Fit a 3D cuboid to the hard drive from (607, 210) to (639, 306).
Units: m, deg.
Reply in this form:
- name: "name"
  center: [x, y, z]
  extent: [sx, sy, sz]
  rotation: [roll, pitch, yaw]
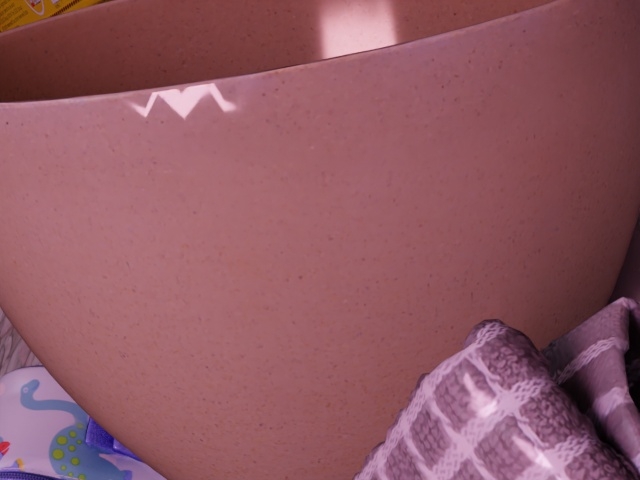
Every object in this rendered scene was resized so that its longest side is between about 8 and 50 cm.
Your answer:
- name: "hard drive"
  center: [0.126, 0.071, 0.605]
  extent: [0.203, 0.040, 0.307]
  rotation: [-66, 21, 7]

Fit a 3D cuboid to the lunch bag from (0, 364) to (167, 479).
- name: "lunch bag"
  center: [-0.088, 0.148, 0.810]
  extent: [0.176, 0.219, 0.090]
  rotation: [-43, 33, 48]

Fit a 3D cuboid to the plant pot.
- name: "plant pot"
  center: [0.000, 0.000, 0.621]
  extent: [0.284, 0.284, 0.191]
  rotation: [-140, 38, -69]

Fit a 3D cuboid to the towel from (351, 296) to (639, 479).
- name: "towel"
  center: [0.064, 0.176, 0.432]
  extent: [0.284, 0.121, 0.235]
  rotation: [-59, 40, 41]

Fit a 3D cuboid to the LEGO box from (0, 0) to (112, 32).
- name: "LEGO box"
  center: [-0.013, -0.284, 0.836]
  extent: [0.372, 0.193, 0.500]
  rotation: [-32, 11, -19]
